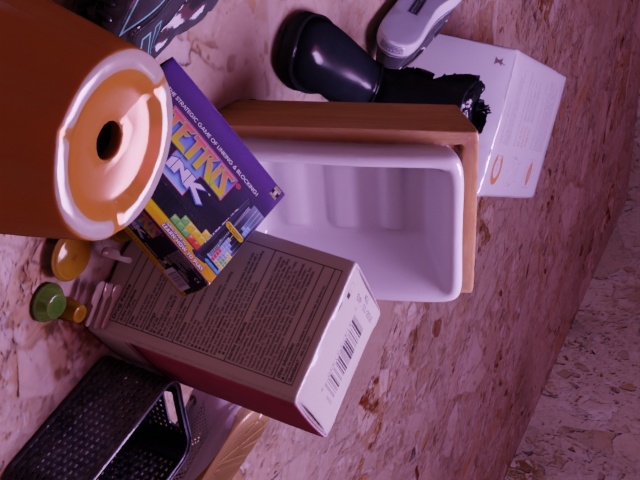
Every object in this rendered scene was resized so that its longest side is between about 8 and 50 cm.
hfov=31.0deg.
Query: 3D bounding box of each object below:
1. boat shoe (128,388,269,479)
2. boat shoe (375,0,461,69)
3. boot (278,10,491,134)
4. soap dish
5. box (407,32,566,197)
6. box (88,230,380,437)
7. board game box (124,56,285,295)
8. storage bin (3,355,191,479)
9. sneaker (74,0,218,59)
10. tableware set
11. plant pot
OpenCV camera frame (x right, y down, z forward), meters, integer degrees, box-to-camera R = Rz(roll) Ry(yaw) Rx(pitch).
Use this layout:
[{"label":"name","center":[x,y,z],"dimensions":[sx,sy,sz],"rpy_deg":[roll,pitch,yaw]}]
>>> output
[{"label":"boat shoe","center":[-0.163,0.262,1.266],"dimensions":[0.277,0.096,0.098],"rpy_deg":[-55,156,13]},{"label":"boat shoe","center":[0.139,-0.306,1.593],"dimensions":[0.228,0.080,0.076],"rpy_deg":[-58,171,-39]},{"label":"boot","center":[0.085,-0.189,1.369],"dimensions":[0.246,0.207,0.094],"rpy_deg":[21,87,-67]},{"label":"soap dish","center":[0.025,-0.047,1.261],"dimensions":[0.118,0.291,0.229],"rpy_deg":[-79,168,-47]},{"label":"box","center":[0.242,-0.188,1.789],"dimensions":[0.345,0.168,0.215],"rpy_deg":[-3,109,-67]},{"label":"box","center":[-0.081,0.076,1.136],"dimensions":[0.148,0.232,0.127],"rpy_deg":[-65,157,-18]},{"label":"board game box","center":[-0.129,-0.059,1.044],"dimensions":[0.170,0.048,0.141],"rpy_deg":[50,49,-15]},{"label":"storage bin","center":[-0.213,0.217,1.127],"dimensions":[0.180,0.084,0.122],"rpy_deg":[-52,150,-39]},{"label":"sneaker","center":[-0.175,-0.174,0.949],"dimensions":[0.106,0.101,0.267],"rpy_deg":[60,42,-45]},{"label":"tableware set","center":[-0.212,0.006,1.059],"dimensions":[0.104,0.024,0.154],"rpy_deg":[21,88,-60]},{"label":"plant pot","center":[-0.211,-0.085,0.774],"dimensions":[0.205,0.188,0.205],"rpy_deg":[-49,148,-46]}]
